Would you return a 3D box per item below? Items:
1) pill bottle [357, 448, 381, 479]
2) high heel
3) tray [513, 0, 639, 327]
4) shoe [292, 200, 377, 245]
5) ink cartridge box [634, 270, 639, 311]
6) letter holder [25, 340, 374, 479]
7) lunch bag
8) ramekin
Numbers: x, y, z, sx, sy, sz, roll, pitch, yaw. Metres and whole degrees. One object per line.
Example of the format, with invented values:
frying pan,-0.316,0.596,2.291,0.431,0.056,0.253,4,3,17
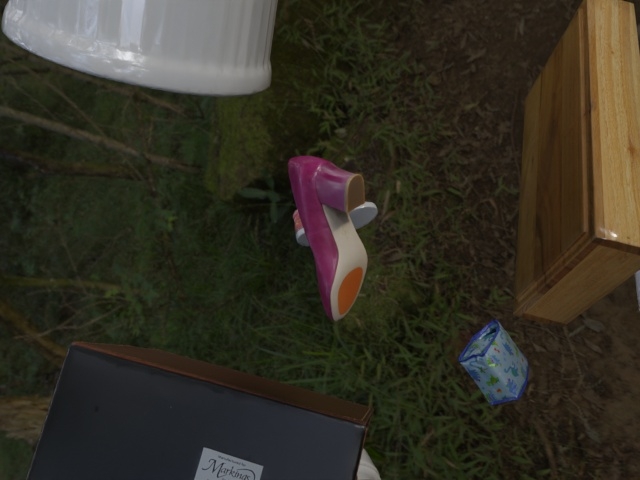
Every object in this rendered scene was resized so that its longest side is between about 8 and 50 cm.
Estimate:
pill bottle,0.068,0.489,0.723,0.229,0.229,0.407,-53,33,12
high heel,0.000,0.000,0.772,0.117,0.082,0.243,24,131,35
tray,0.338,-0.114,0.715,0.202,0.076,0.410,101,-176,-59
shoe,0.026,-0.056,1.112,0.178,0.063,0.081,-22,49,9
ink cartridge box,0.650,0.046,0.835,0.171,0.233,0.168,111,178,-53
letter holder,-0.106,0.223,0.587,0.302,0.214,0.151,12,80,10
lunch bag,0.393,0.264,1.183,0.151,0.128,0.096,-38,3,-42
ramekin,-0.174,-0.261,0.560,0.277,0.277,0.135,49,131,47
